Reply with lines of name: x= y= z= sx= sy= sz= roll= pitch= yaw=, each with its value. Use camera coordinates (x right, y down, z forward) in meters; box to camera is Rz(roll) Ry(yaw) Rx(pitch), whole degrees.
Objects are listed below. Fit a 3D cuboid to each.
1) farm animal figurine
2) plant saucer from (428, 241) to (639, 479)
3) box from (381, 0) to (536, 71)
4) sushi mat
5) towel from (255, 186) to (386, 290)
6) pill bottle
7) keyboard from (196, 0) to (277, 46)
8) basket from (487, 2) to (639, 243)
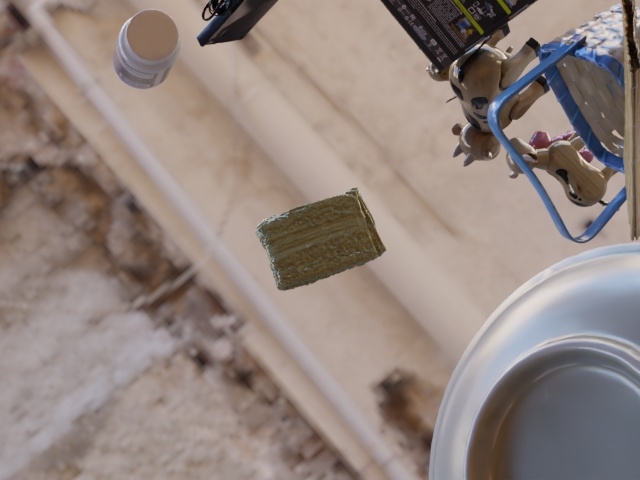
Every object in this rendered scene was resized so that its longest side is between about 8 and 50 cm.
farm animal figurine: x=0.283 y=-0.186 z=2.598 sx=0.172 sy=0.330 sz=0.327 roll=-44 pitch=-49 yaw=-11
plant saucer: x=0.229 y=0.191 z=1.390 sx=0.100 sy=0.400 sz=0.400 roll=14 pitch=-56 yaw=-48
box: x=0.174 y=-0.409 z=2.427 sx=0.216 sy=0.270 sz=0.060 roll=-36 pitch=13 yaw=23
sushi mat: x=0.365 y=-0.148 z=1.993 sx=0.019 sy=0.151 sz=0.316 roll=-4 pitch=-36 yaw=8
towel: x=0.000 y=0.000 z=2.162 sx=0.148 sy=0.110 sz=0.027 roll=-20 pitch=-27 yaw=-3
pill bottle: x=-0.216 y=-0.240 z=2.122 sx=0.078 sy=0.078 sz=0.137 roll=-38 pitch=1 yaw=-14
keyboard: x=-0.050 y=-0.255 z=1.563 sx=0.192 sy=0.038 sz=0.100 roll=-44 pitch=-13 yaw=29
basket: x=0.384 y=-0.174 z=2.330 sx=0.289 sy=0.201 sz=0.255 roll=-43 pitch=-61 yaw=-9
